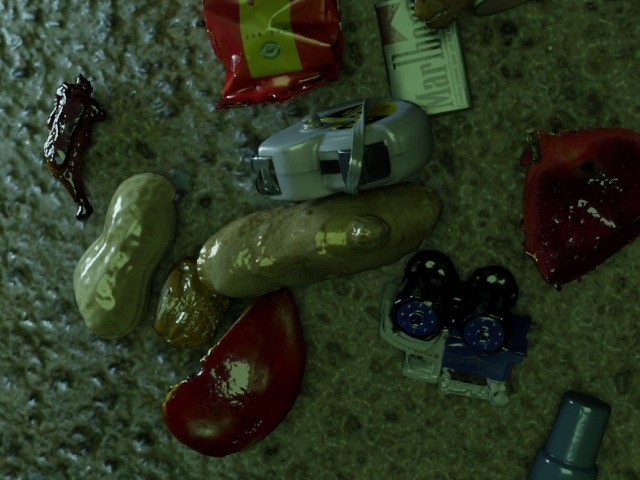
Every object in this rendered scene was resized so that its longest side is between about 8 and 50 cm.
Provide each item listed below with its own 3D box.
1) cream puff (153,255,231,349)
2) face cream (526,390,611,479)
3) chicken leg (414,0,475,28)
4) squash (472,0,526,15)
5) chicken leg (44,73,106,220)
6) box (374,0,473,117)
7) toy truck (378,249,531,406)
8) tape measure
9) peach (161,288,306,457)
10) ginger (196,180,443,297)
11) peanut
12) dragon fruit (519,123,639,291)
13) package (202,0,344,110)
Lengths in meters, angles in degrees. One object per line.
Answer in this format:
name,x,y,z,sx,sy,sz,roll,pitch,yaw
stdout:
cream puff,-0.184,0.094,1.677,0.103,0.144,0.126,20,119,-9
face cream,0.322,0.402,1.642,0.136,0.086,0.385,18,101,10
chicken leg,0.211,-0.419,1.502,0.410,0.182,0.295,4,78,37
squash,0.243,-0.393,1.610,0.105,0.105,0.132,-19,80,9
chicken leg,-0.373,-0.142,1.736,0.090,0.048,0.219,10,94,11
box,0.148,-0.264,1.655,0.115,0.036,0.177,-11,92,10
toy truck,0.186,0.129,1.628,0.213,0.161,0.176,13,118,8
tape measure,0.053,-0.129,1.566,0.197,0.236,0.120,3,116,38
peach,-0.104,0.202,1.666,0.154,0.159,0.267,43,96,-1
ginger,0.000,0.000,1.608,0.354,0.190,0.126,-16,102,5
peanut,-0.290,0.020,1.700,0.124,0.123,0.256,19,93,7
dragon fruit,0.360,-0.070,1.597,0.262,0.134,0.211,-30,76,-6
package,-0.075,-0.402,1.639,0.196,0.123,0.423,-6,93,11
